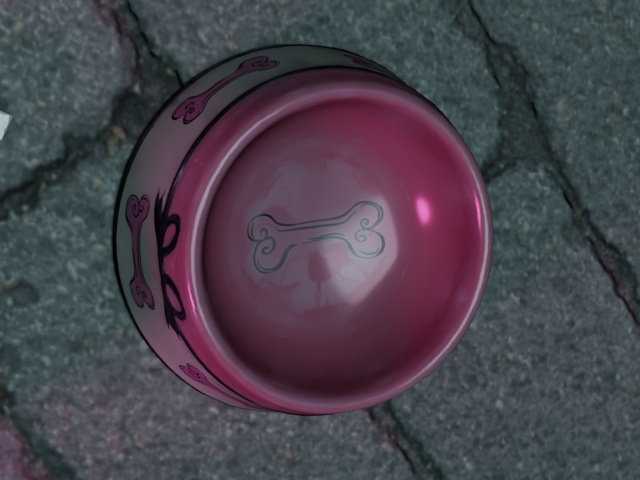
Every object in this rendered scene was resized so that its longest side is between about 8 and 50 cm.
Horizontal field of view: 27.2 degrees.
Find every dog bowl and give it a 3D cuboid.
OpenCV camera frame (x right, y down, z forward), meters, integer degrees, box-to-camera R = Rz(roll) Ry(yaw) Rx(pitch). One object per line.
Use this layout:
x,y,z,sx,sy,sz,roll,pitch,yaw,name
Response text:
0.000,0.000,1.376,0.408,0.150,0.407,-4,99,-22,dog bowl

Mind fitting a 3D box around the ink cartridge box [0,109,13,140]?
-0.342,-0.126,1.266,0.083,0.048,0.028,25,89,-23,ink cartridge box
